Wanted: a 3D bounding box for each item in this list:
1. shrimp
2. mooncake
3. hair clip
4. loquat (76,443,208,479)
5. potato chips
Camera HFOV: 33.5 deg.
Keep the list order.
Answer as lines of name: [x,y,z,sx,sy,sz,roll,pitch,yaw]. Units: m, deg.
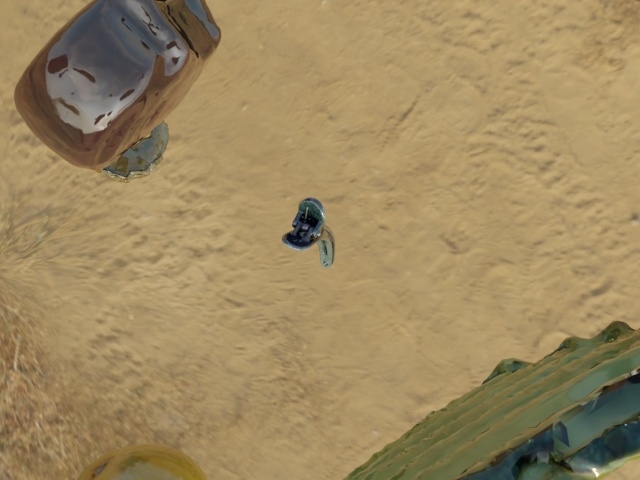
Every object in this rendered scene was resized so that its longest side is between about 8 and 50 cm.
shrimp: [-0.348,-0.214,1.807,0.173,0.058,0.253,-7,69,-23]
mooncake: [-0.277,-0.248,1.528,0.174,0.326,0.334,46,73,-5]
hair clip: [0.000,0.000,1.692,0.048,0.275,0.083,23,84,15]
loquat: [-0.242,0.376,1.420,0.208,0.208,0.208,1,88,-17]
potato chips: [0.138,0.164,0.842,0.429,0.358,0.070,-25,90,-29]
